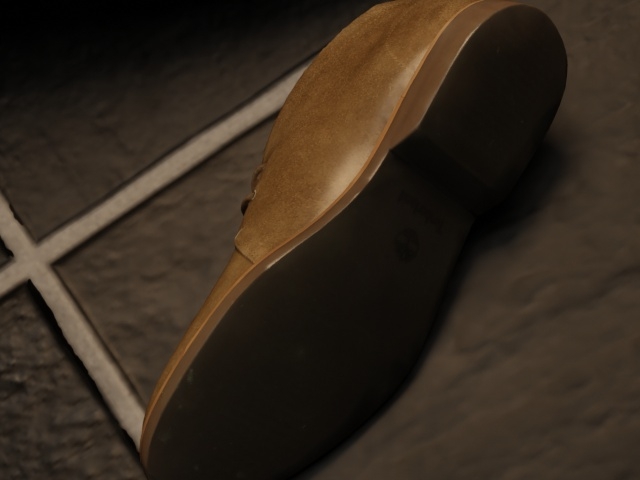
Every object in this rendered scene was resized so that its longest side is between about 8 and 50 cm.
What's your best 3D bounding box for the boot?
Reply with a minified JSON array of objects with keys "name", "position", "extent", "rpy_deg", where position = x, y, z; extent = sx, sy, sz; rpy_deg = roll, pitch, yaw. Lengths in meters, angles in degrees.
[{"name":"boot","position":[0.000,0.000,0.808],"extent":[0.115,0.112,0.305],"rpy_deg":[26,76,49]}]
